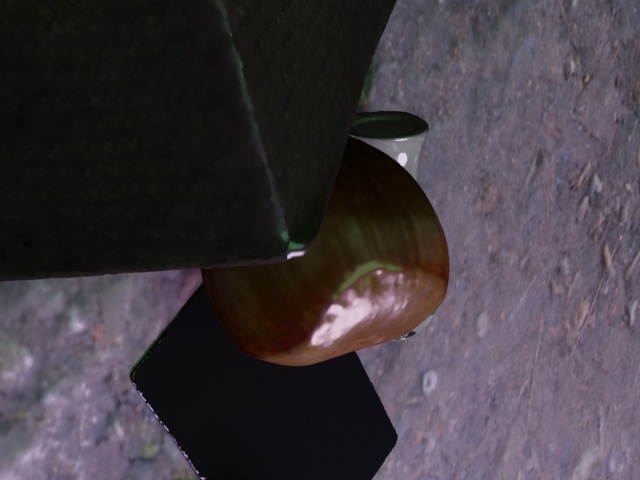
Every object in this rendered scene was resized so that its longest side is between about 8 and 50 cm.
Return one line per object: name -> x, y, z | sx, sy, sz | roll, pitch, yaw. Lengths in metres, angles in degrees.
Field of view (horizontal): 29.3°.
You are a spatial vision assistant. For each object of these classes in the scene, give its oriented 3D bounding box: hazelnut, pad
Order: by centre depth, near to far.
hazelnut -> 0.000, 0.000, 0.745 | 0.150, 0.150, 0.150 | -21, 117, -47
pad -> -0.028, 0.119, 0.853 | 0.159, 0.009, 0.265 | -51, 135, -28

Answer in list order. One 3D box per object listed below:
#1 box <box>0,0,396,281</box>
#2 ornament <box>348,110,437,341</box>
box -> -0.074, -0.116, 0.501 | 0.273, 0.184, 0.143 | -70, 151, -53
ornament -> 0.044, -0.006, 0.853 | 0.081, 0.075, 0.156 | -4, 109, -7
